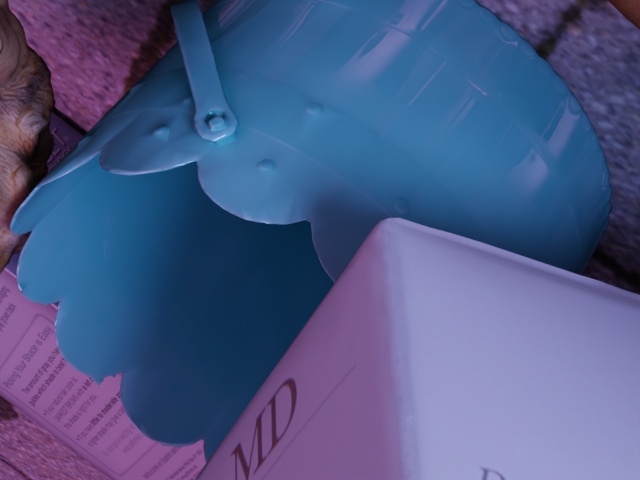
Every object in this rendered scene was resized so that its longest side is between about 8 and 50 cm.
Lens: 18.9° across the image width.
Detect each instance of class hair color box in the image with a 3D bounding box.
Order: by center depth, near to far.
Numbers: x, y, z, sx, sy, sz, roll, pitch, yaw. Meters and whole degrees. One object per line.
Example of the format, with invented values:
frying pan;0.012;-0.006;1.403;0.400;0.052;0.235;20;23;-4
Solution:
hair color box;-0.184;0.020;1.264;0.374;0.113;0.185;37;150;-4

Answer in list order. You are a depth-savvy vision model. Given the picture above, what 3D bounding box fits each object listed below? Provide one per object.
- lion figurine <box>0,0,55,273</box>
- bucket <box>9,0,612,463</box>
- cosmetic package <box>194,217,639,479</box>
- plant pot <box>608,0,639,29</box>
lion figurine;-0.211;-0.164;0.947;0.142;0.392;0.240;-4;178;-1
bucket;0.000;0.000;0.974;0.281;0.183;0.281;26;148;17
cosmetic package;0.105;0.273;0.763;0.327;0.394;0.329;17;132;-20
plant pot;0.144;-0.160;0.591;0.237;0.237;0.254;24;164;20
